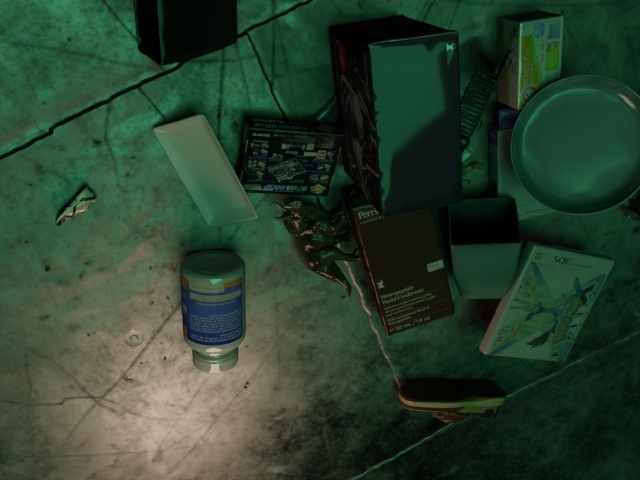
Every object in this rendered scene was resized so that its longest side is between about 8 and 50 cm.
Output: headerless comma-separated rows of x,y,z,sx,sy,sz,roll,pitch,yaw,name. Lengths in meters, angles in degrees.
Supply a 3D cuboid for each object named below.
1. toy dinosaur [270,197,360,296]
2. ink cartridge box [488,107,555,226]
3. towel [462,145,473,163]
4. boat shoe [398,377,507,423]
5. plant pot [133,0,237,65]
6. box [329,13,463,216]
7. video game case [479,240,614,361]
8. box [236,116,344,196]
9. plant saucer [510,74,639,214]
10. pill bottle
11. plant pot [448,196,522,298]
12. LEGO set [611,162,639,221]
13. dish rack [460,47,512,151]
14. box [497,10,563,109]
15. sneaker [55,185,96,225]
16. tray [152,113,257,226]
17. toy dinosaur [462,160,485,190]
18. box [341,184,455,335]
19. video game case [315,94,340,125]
0.000,0.000,1.674,0.160,0.121,0.313,-16,123,5,toy dinosaur
0.522,-0.202,1.744,0.186,0.065,0.311,-13,120,-10,ink cartridge box
0.293,-0.199,1.705,0.113,0.023,0.152,37,102,-25,towel
0.375,0.478,1.984,0.342,0.123,0.123,4,112,-24,boat shoe
-0.260,-0.454,1.343,0.167,0.187,0.188,-9,116,-25,plant pot
0.152,-0.271,1.433,0.179,0.312,0.343,-11,114,-9,box
0.609,0.173,1.846,0.300,0.036,0.329,9,111,-27,video game case
-0.072,-0.186,1.558,0.220,0.051,0.175,1,131,-16,box
0.601,-0.218,1.585,0.318,0.044,0.317,2,98,12,plant saucer
-0.254,0.173,1.640,0.152,0.152,0.272,-3,114,-15,pill bottle
0.411,0.035,1.742,0.165,0.165,0.234,-2,133,10,plant pot
0.739,-0.215,1.694,0.192,0.255,0.331,19,115,-40,LEGO set
0.345,-0.307,1.563,0.074,0.208,0.271,27,87,5,dish rack
0.487,-0.421,1.609,0.114,0.103,0.203,-12,117,-11,box
-0.537,-0.069,1.510,0.109,0.040,0.044,-43,120,6,sneaker
-0.250,-0.154,1.532,0.145,0.030,0.270,-10,122,28,tray
0.308,-0.166,1.692,0.183,0.053,0.092,1,97,-7,toy dinosaur
0.198,0.030,1.707,0.191,0.143,0.381,-18,116,-1,box
0.117,-0.286,1.611,0.183,0.023,0.201,-45,119,7,video game case
